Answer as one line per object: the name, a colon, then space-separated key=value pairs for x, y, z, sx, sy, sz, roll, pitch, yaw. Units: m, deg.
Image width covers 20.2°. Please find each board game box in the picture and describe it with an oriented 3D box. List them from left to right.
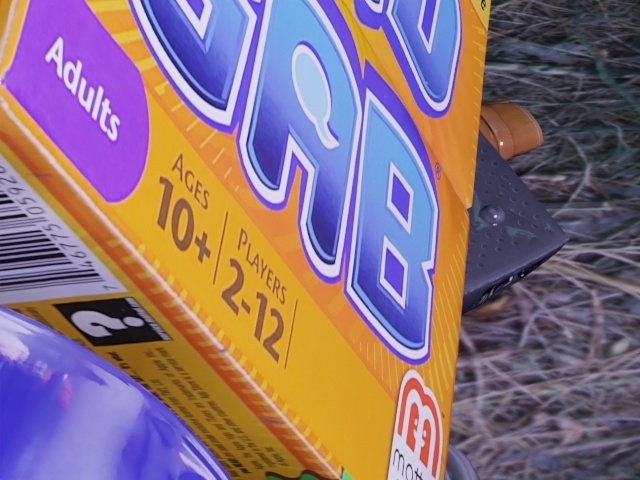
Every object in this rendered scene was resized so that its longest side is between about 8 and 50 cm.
board game box: x=-0.158 y=-0.084 z=0.757 sx=0.356 sy=0.356 sz=0.356 roll=-6 pitch=57 yaw=22

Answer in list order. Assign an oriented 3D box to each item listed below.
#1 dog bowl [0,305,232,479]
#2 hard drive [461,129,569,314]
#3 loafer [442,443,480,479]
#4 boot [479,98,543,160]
dog bowl: x=-0.150 y=0.141 z=0.594 sx=0.264 sy=0.265 sz=0.104 roll=1 pitch=37 yaw=13
hard drive: x=0.000 y=0.000 z=1.075 sx=0.254 sy=0.054 sz=0.172 roll=-20 pitch=55 yaw=-24
loafer: x=-0.054 y=0.131 z=0.858 sx=0.302 sy=0.095 sz=0.109 roll=6 pitch=62 yaw=29
boot: x=0.084 y=-0.058 z=1.247 sx=0.152 sy=0.073 sz=0.197 roll=-6 pitch=27 yaw=-14
